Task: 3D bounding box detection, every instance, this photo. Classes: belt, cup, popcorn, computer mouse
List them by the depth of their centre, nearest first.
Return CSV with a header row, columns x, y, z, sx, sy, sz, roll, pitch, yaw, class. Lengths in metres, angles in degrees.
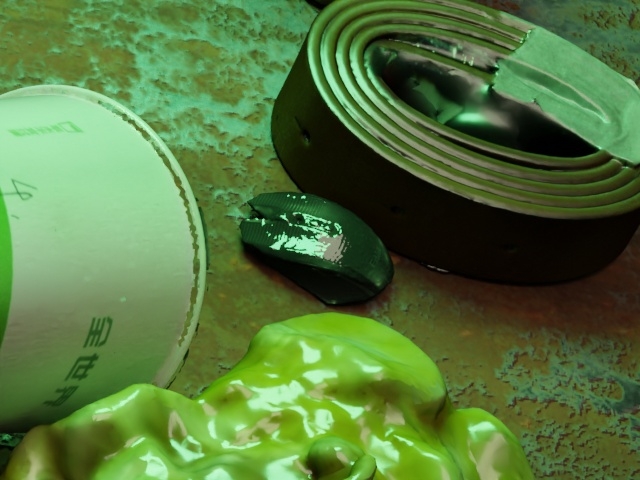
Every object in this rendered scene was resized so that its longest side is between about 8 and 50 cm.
x,y,z,sx,sy,sz,roll,pitch,yaw,class
-0.240,0.022,1.216,0.253,0.253,0.274,49,20,14,cup
-0.023,0.217,1.257,0.292,0.293,0.334,24,22,32,popcorn
0.000,0.000,1.532,0.135,0.047,0.079,25,50,-2,computer mouse
0.132,-0.086,1.606,0.339,0.122,0.217,17,54,-9,belt

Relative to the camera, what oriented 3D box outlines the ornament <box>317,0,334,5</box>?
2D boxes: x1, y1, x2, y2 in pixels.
x,y,z,sx,sy,sz,roll,pitch,yaw,class
0.065,-0.328,1.677,0.235,0.217,0.221,11,54,-15,ornament
